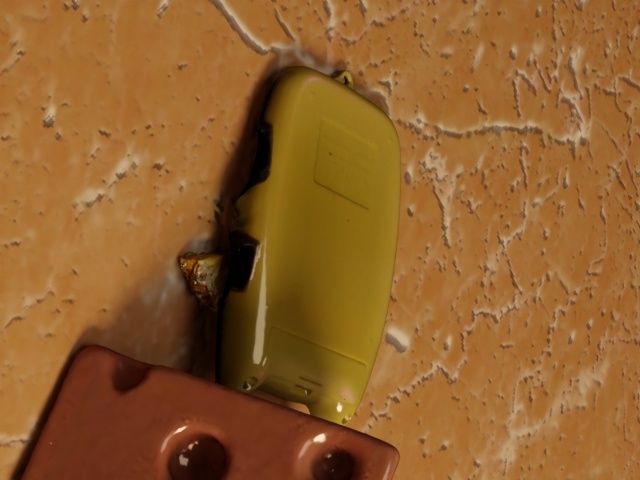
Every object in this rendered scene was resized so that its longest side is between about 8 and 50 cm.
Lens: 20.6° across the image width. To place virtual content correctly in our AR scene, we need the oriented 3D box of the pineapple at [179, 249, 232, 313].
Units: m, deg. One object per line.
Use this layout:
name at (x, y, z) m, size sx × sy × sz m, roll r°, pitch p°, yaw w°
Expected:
pineapple at (-0.055, 0.027, 1.112) m, size 0.083 × 0.019 × 0.045 m, roll -4°, pitch 97°, yaw -49°

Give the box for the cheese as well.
cheese at (-0.059, 0.171, 1.075) m, size 0.177 × 0.203 × 0.128 m, roll 72°, pitch 36°, yaw -68°

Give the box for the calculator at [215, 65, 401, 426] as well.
calculator at (0.000, 0.000, 1.141) m, size 0.157 × 0.033 × 0.237 m, roll 24°, pitch 70°, yaw -48°
